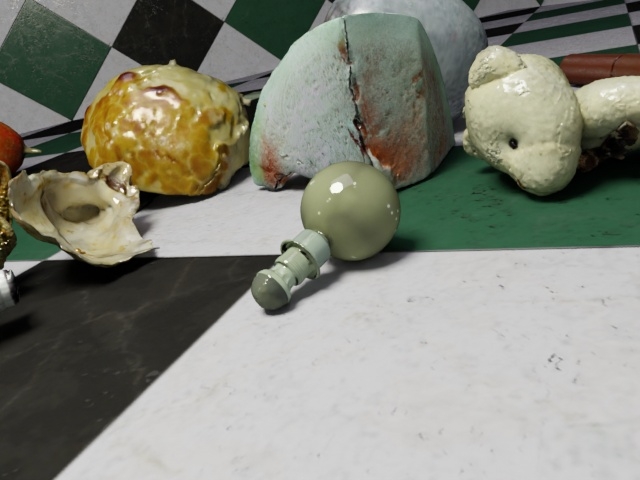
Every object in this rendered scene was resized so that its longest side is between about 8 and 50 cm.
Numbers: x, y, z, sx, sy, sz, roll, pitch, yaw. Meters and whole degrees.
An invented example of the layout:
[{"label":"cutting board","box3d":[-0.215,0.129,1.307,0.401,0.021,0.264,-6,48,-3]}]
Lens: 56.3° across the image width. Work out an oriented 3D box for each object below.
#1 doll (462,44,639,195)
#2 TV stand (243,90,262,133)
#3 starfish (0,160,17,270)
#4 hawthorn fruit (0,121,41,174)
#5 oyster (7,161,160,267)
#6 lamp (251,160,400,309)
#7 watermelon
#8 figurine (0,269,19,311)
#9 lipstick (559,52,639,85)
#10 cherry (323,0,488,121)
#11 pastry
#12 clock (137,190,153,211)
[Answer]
[{"label":"doll","box3d":[0.287,-0.112,0.606,0.278,0.175,0.149,-1,60,8]},{"label":"TV stand","box3d":[-0.182,-0.225,1.179,0.082,0.088,0.269,4,27,38]},{"label":"starfish","box3d":[-0.392,0.001,0.650,0.146,0.074,0.190,13,73,37]},{"label":"hawthorn fruit","box3d":[-0.776,-0.205,1.370,0.251,0.199,0.199,-4,18,-15]},{"label":"oyster","box3d":[-0.280,-0.026,0.713,0.107,0.161,0.233,-46,19,13]},{"label":"lamp","box3d":[0.000,0.000,0.522,0.091,0.091,0.163,11,48,47]},{"label":"watermelon","box3d":[0.066,-0.129,0.777,0.289,0.214,0.320,11,-39,-35]},{"label":"figurine","box3d":[-0.381,0.073,0.511,0.229,0.112,0.137,-16,-4,-28]},{"label":"lipstick","box3d":[0.492,-0.250,0.892,0.057,0.057,0.357,-17,22,-11]},{"label":"cherry","box3d":[0.113,-0.278,0.926,0.296,0.255,0.218,3,47,5]},{"label":"pastry","box3d":[-0.232,-0.185,0.915,0.256,0.170,0.237,20,29,-1]},{"label":"clock","box3d":[-0.351,-0.060,0.920,0.184,0.040,0.184,-11,21,4]}]
